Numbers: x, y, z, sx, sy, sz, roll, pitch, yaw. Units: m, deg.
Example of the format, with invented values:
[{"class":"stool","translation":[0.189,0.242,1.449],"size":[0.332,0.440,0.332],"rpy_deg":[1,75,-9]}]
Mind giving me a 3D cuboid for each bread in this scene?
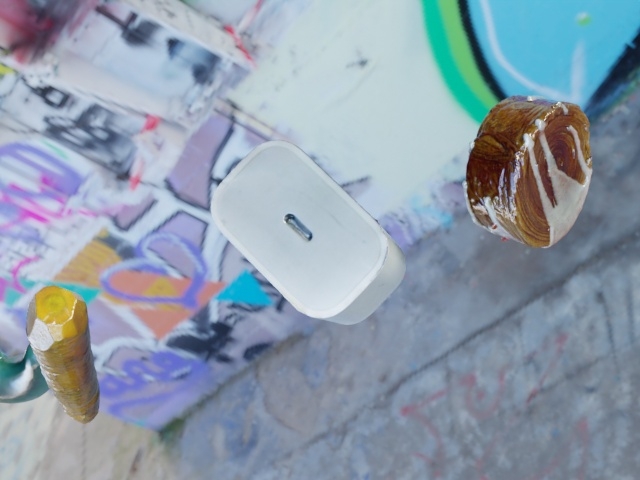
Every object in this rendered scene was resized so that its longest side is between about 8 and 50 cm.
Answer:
[{"class":"bread","translation":[0.219,-0.071,1.095],"size":[0.073,0.160,0.161],"rpy_deg":[17,79,40]}]

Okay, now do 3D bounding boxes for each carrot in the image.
[{"class":"carrot","translation":[-0.282,0.142,1.171],"size":[0.314,0.066,0.066],"rpy_deg":[103,178,-60]}]

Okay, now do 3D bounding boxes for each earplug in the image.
[{"class":"earplug","translation":[-0.523,0.172,1.427],"size":[0.257,0.280,0.164],"rpy_deg":[33,120,38]}]

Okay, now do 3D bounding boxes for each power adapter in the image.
[{"class":"power adapter","translation":[0.000,0.000,1.176],"size":[0.124,0.187,0.255],"rpy_deg":[-45,-12,3]}]
